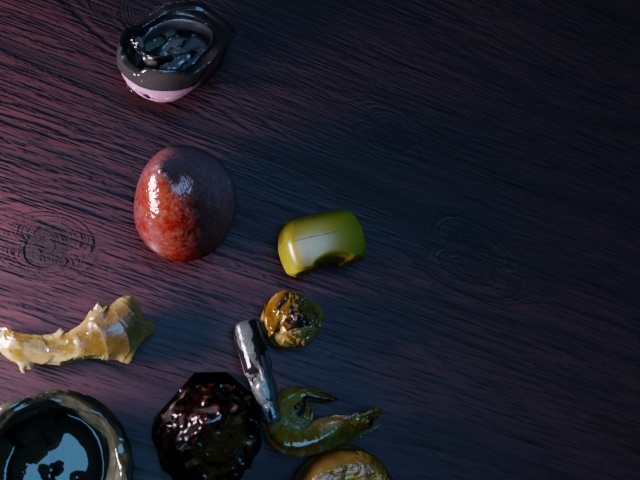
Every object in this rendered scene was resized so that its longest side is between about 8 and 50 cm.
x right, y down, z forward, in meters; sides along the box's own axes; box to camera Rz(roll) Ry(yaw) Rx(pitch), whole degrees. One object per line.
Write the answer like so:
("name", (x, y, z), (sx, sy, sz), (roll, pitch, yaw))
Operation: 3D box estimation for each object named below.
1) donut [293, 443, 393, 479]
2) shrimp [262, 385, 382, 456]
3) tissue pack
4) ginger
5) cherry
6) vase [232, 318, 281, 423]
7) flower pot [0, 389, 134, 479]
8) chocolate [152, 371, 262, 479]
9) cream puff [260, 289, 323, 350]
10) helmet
("donut", (0.053, 0.518, 1.488), (0.227, 0.114, 0.226), (4, 75, -14))
("shrimp", (0.004, 0.363, 1.539), (0.249, 0.068, 0.150), (2, 57, -16))
("tissue pack", (0.000, 0.000, 1.613), (0.178, 0.123, 0.127), (-13, 83, -18))
("ginger", (-0.468, 0.181, 1.454), (0.295, 0.086, 0.131), (-4, 98, -12))
("cherry", (-0.263, -0.080, 1.505), (0.206, 0.239, 0.239), (23, 69, -17))
("vase", (-0.122, 0.263, 1.516), (0.060, 0.060, 0.211), (-12, 66, -19))
("flower pot", (-0.477, 0.409, 1.313), (0.302, 0.213, 0.301), (5, 73, -15))
("chocolate", (-0.198, 0.362, 1.427), (0.206, 0.177, 0.224), (42, 70, -1))
("cream puff", (-0.056, 0.163, 1.566), (0.133, 0.104, 0.119), (1, 68, -17))
("helmet", (-0.313, -0.388, 1.624), (0.198, 0.154, 0.253), (40, 48, 19))
